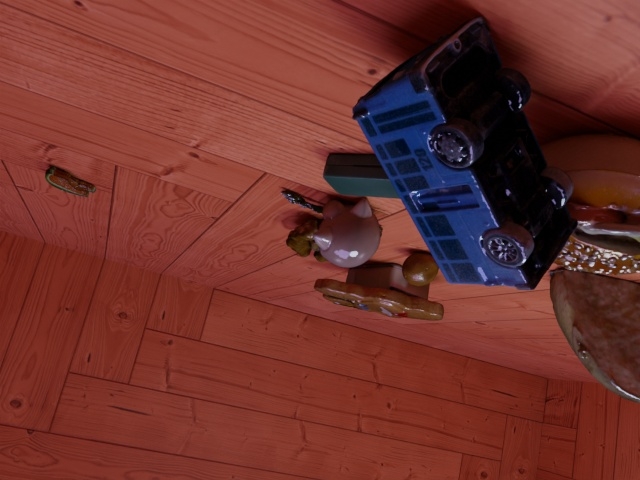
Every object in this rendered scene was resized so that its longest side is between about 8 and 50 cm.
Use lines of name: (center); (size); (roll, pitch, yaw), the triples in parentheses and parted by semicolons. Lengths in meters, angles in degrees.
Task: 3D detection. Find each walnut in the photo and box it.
walnut: (0.000, 0.000, 1.244); (0.143, 0.069, 0.170); (16, 164, -7)

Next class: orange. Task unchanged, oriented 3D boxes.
orange: (0.225, 0.064, 1.284); (0.085, 0.085, 0.085); (12, 166, 3)

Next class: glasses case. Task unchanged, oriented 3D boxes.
glasses case: (0.101, -0.093, 0.849); (0.184, 0.039, 0.078); (6, 164, 25)

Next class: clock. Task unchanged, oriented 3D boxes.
clock: (0.176, 0.116, 1.530); (0.147, 0.071, 0.192); (22, 163, -33)

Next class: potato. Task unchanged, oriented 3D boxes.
potato: (0.564, 0.209, 1.189); (0.211, 0.264, 0.189); (7, 157, -1)

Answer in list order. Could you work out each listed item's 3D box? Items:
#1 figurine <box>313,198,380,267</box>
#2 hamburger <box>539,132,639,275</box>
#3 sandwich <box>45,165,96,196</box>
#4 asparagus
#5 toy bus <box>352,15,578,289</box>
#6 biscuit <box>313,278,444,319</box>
figurine: (0.050, -0.012, 1.063); (0.125, 0.125, 0.138); (7, 154, 23)
hamburger: (0.316, -0.033, 0.680); (0.237, 0.147, 0.237); (14, 169, 3)
sandwich: (-0.580, -0.135, 1.309); (0.067, 0.029, 0.135); (2, 162, 19)
asparagus: (0.024, -0.052, 1.112); (0.233, 0.022, 0.023); (20, 136, -25)
toy bus: (0.137, -0.074, 0.552); (0.134, 0.116, 0.234); (-3, 125, 55)
biscuit: (0.152, 0.162, 1.491); (0.334, 0.047, 0.202); (9, 165, 14)
